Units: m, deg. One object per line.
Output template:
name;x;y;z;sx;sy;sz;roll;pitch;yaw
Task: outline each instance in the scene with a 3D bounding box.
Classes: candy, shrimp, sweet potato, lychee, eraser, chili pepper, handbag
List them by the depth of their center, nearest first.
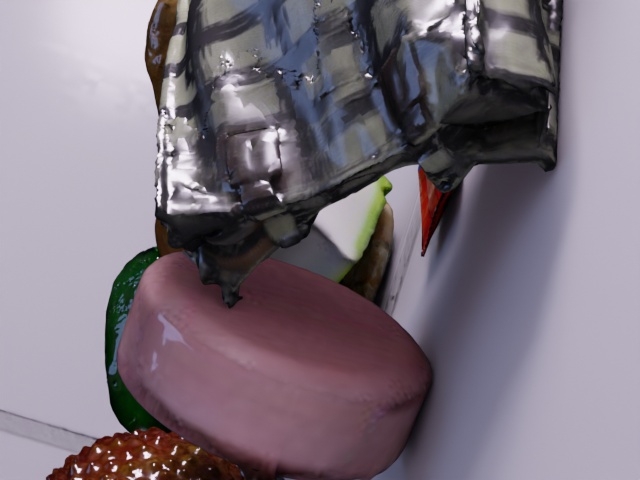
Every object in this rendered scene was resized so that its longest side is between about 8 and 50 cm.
handbag;0.028;-0.138;1.288;0.325;0.162;0.327;-27;36;25
candy;-0.035;0.097;1.310;0.255;0.255;0.094;-92;22;-70
sweet potato;-0.106;-0.085;1.513;0.097;0.097;0.291;-84;-6;-58
eraser;-0.049;0.040;1.639;0.274;0.092;0.210;-52;5;29
shrimp;0.009;0.091;1.728;0.289;0.075;0.178;-53;18;29
lychee;-0.195;0.343;1.863;0.276;0.304;0.275;0;90;54
chili pepper;-0.146;0.136;2.126;0.233;0.249;0.256;-43;37;50

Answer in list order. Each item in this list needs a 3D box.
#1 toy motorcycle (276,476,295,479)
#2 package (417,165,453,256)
toy motorcycle;-0.010;0.177;1.545;0.112;0.112;0.254;126;166;-68
package;0.108;-0.071;1.512;0.200;0.022;0.083;-81;12;-57
